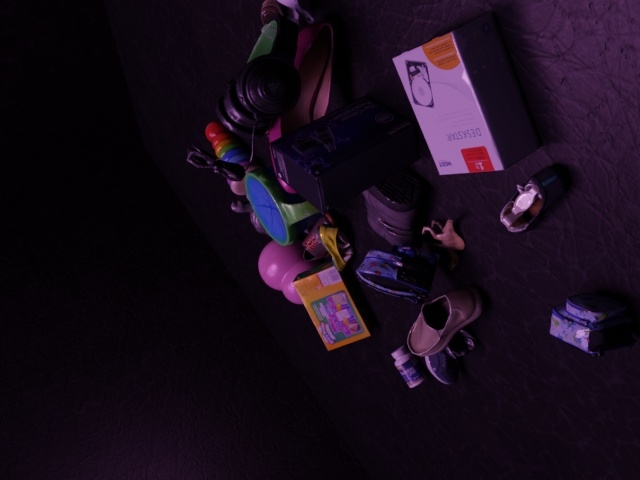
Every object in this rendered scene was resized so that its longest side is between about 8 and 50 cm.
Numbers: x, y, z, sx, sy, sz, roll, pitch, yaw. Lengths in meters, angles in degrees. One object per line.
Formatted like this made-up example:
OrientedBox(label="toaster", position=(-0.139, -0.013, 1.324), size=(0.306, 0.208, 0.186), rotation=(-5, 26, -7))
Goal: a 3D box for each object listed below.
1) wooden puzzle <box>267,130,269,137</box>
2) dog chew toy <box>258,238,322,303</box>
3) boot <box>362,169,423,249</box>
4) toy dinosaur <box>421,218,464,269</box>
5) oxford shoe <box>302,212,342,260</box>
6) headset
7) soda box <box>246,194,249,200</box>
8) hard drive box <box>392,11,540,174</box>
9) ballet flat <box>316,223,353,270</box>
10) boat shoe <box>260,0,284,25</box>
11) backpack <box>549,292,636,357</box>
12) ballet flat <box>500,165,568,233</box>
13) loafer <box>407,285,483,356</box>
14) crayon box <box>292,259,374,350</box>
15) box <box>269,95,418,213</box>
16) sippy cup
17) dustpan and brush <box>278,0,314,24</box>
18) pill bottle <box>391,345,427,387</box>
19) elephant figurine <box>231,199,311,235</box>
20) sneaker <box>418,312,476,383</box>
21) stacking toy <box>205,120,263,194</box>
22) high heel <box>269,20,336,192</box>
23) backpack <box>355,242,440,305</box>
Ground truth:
OrientedBox(label="wooden puzzle", position=(-0.188, -0.380, 1.966), size=(0.049, 0.006, 0.083), rotation=(10, 128, 65))
OrientedBox(label="dog chew toy", position=(-0.071, 0.134, 2.154), size=(0.332, 0.206, 0.206), rotation=(41, 154, 23))
OrientedBox(label="boot", position=(0.118, -0.123, 1.448), size=(0.338, 0.118, 0.223), rotation=(53, 166, 32))
OrientedBox(label="toy dinosaur", position=(0.279, -0.013, 1.318), size=(0.092, 0.053, 0.183), rotation=(26, 152, 32))
OrientedBox(label="oxford shoe", position=(0.000, 0.000, 1.912), size=(0.097, 0.098, 0.271), rotation=(53, 159, 18))
OrientedBox(label="headset", position=(-0.163, -0.317, 1.288), size=(0.243, 0.185, 0.394), rotation=(-23, 53, 60))
OrientedBox(label="soda box", position=(-0.198, -0.127, 2.247), size=(0.216, 0.074, 0.069), rotation=(50, 160, 25))
OrientedBox(label="hard drive box", position=(0.244, -0.237, 1.004), size=(0.232, 0.089, 0.181), rotation=(64, 160, -13))
OrientedBox(label="ballet flat", position=(0.059, 0.024, 1.828), size=(0.231, 0.077, 0.077), rotation=(59, -154, -51))
OrientedBox(label="boat shoe", position=(-0.104, -0.530, 1.488), size=(0.190, 0.068, 0.072), rotation=(80, -173, -62))
OrientedBox(label="backpack", position=(0.456, 0.136, 1.006), size=(0.114, 0.105, 0.084), rotation=(20, 114, 62))
OrientedBox(label="ballet flat", position=(0.351, -0.059, 1.026), size=(0.074, 0.074, 0.203), rotation=(54, 160, 16))
OrientedBox(label="loafer", position=(0.275, 0.191, 1.413), size=(0.268, 0.092, 0.102), rotation=(-57, 36, 44))
OrientedBox(label="crayon box", position=(0.045, 0.217, 1.996), size=(0.278, 0.165, 0.081), rotation=(63, -161, -11))
OrientedBox(label="box", position=(0.053, -0.191, 1.273), size=(0.184, 0.261, 0.103), rotation=(42, 154, 39))
OrientedBox(label="sippy cup", position=(-0.064, -0.136, 1.689), size=(0.305, 0.224, 0.240), rotation=(47, 156, 30))
OrientedBox(label="dustpan and brush", position=(-0.054, -0.537, 1.338), size=(0.211, 0.060, 0.147), rotation=(43, 155, 39))
OrientedBox(label="pill bottle", position=(0.275, 0.393, 1.851), size=(0.120, 0.067, 0.067), rotation=(57, 160, 8))
OrientedBox(label="elephant figurine", position=(-0.160, -0.076, 1.983), size=(0.186, 0.239, 0.169), rotation=(56, 160, 9))
OrientedBox(label="sneaker", position=(0.340, 0.298, 1.531), size=(0.163, 0.086, 0.226), rotation=(20, 135, 65))
OrientedBox(label="stacking toy", position=(-0.345, -0.330, 2.246), size=(0.330, 0.141, 0.141), rotation=(54, 160, 26))
OrientedBox(label="high heel", position=(-0.037, -0.297, 1.340), size=(0.181, 0.127, 0.377), rotation=(-171, 84, -75))
OrientedBox(label="backpack", position=(0.174, 0.069, 1.369), size=(0.173, 0.117, 0.158), rotation=(16, 170, 9))
